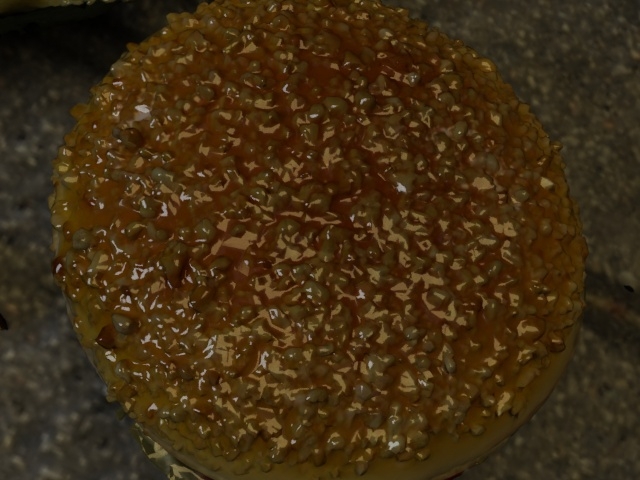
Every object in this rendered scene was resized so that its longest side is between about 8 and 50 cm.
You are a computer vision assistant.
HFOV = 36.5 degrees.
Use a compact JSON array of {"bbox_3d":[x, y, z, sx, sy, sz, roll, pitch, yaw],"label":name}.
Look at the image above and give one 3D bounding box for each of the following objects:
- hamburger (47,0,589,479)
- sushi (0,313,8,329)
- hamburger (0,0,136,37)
[{"bbox_3d":[0.000,0.000,0.536,0.302,0.170,0.302,4,74,-13],"label":"hamburger"},{"bbox_3d":[-0.234,0.028,0.536,0.120,0.055,0.052,0,65,-25],"label":"sushi"},{"bbox_3d":[-0.234,-0.201,0.510,0.309,0.132,0.211,-13,107,-8],"label":"hamburger"}]
